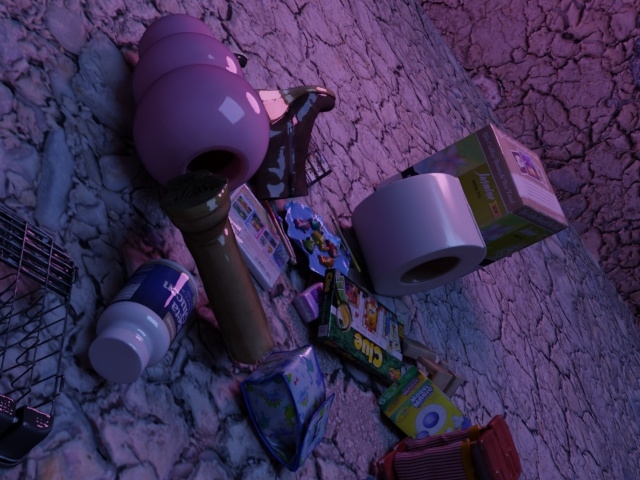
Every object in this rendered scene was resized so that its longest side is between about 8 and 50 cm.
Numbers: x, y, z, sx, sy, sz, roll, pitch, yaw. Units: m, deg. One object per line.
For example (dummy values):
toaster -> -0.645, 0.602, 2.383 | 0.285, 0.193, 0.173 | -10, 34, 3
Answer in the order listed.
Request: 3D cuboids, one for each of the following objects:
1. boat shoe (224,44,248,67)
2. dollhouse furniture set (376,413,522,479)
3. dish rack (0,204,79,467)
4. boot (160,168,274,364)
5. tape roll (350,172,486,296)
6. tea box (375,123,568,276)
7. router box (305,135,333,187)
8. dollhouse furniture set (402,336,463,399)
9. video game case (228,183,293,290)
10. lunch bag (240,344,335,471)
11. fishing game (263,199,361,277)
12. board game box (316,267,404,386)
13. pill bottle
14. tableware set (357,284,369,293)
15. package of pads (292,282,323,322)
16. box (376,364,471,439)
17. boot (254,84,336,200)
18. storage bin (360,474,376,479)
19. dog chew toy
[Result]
boat shoe -> -0.182, -0.351, 1.674 | 0.133, 0.048, 0.042 | -1, 93, -68
dollhouse furniture set -> 0.271, 0.506, 1.478 | 0.152, 0.201, 0.374 | -20, 88, -64
dish rack -> -0.357, 0.077, 0.907 | 0.208, 0.074, 0.272 | 40, 31, -39
boot -> -0.127, 0.046, 1.176 | 0.236, 0.089, 0.270 | -120, -169, -75
tape roll -> 0.201, -0.008, 1.793 | 0.246, 0.246, 0.169 | 17, 49, -55
tea box -> 0.369, -0.083, 2.077 | 0.329, 0.323, 0.220 | 13, 53, -56
router box -> -0.058, -0.190, 1.729 | 0.179, 0.046, 0.133 | 59, 28, -4
dollhouse furniture set -> 0.185, 0.281, 1.724 | 0.151, 0.123, 0.144 | 36, 7, 39
video game case -> -0.114, -0.009, 1.483 | 0.157, 0.019, 0.143 | 53, 27, -14
lunch bag -> -0.040, 0.249, 1.286 | 0.129, 0.096, 0.151 | -33, 108, -66
fishing game -> 0.000, 0.000, 1.618 | 0.264, 0.041, 0.189 | 15, 45, -58
board game box -> 0.080, 0.165, 1.592 | 0.259, 0.030, 0.136 | 38, 52, -46
pill bottle -> -0.224, 0.102, 1.089 | 0.094, 0.094, 0.169 | 53, 27, -17
tableware set -> 0.066, 0.130, 1.667 | 0.168, 0.020, 0.141 | 32, 38, -43
package of pads -> -0.014, 0.109, 1.529 | 0.050, 0.032, 0.083 | 64, 27, -3
box -> 0.191, 0.320, 1.606 | 0.179, 0.105, 0.043 | 46, -2, -26
boot -> -0.050, -0.184, 1.638 | 0.248, 0.090, 0.207 | -13, 93, -45
storage bin -> 0.060, 0.429, 1.279 | 0.135, 0.091, 0.098 | 62, 26, -1
dog chew toy -> -0.202, -0.228, 1.352 | 0.206, 0.206, 0.332 | 29, 33, -47
